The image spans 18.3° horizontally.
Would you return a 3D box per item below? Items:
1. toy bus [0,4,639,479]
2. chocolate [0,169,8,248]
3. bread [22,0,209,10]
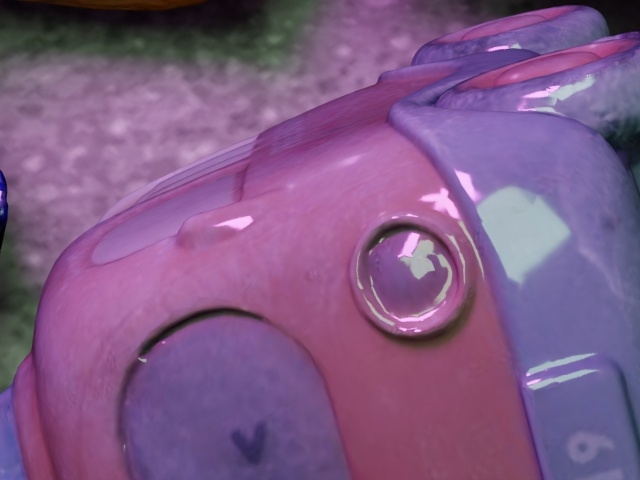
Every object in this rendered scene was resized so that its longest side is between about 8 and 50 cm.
[{"bbox_3d":[0.011,0.049,0.643,0.232,0.294,0.197,-14,101,3],"label":"toy bus"},{"bbox_3d":[-0.202,-0.151,0.768,0.126,0.148,0.343,-6,90,-31],"label":"chocolate"},{"bbox_3d":[-0.111,-0.197,0.891,0.235,0.099,0.210,11,58,14],"label":"bread"}]
